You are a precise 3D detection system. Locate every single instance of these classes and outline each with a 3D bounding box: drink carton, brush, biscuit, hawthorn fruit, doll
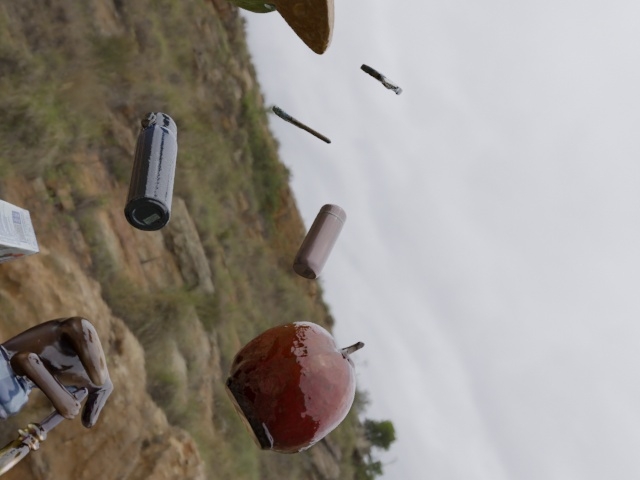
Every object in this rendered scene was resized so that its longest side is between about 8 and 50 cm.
[{"bbox_3d":[-0.690,-0.018,1.571,0.315,0.130,0.107,127,-54,-84],"label":"drink carton"},{"bbox_3d":[-0.042,-0.284,1.915,0.196,0.021,0.070,33,4,33],"label":"brush"},{"bbox_3d":[-0.039,-0.376,1.091,0.162,0.035,0.250,13,-40,40],"label":"biscuit"},{"bbox_3d":[-0.037,0.231,1.280,0.215,0.249,0.215,52,8,-11],"label":"hawthorn fruit"},{"bbox_3d":[-0.512,0.254,1.305,0.318,0.339,0.209,16,-60,53],"label":"doll"}]

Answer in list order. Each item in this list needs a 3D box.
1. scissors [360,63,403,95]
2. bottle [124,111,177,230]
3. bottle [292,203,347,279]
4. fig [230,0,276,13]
[{"bbox_3d":[0.140,-0.330,1.613,0.109,0.022,0.300,31,13,-11],"label":"scissors"},{"bbox_3d":[-0.280,-0.123,1.283,0.244,0.072,0.082,-96,163,-48],"label":"bottle"},{"bbox_3d":[0.000,0.000,1.353,0.053,0.053,0.140,90,24,-58],"label":"bottle"},{"bbox_3d":[-0.177,-0.554,1.564,0.206,0.275,0.206,-13,90,-88],"label":"fig"}]
